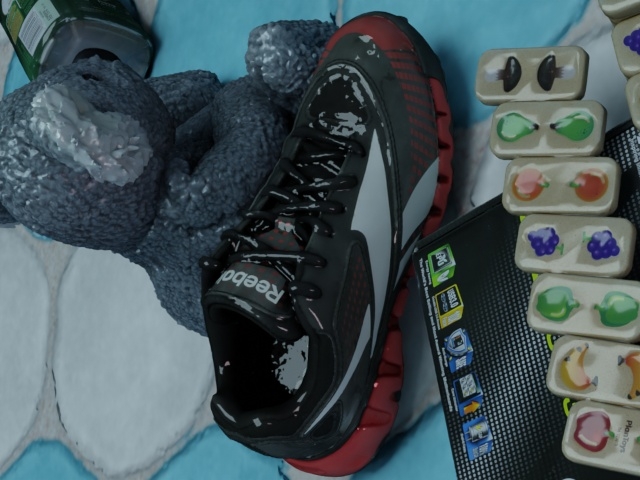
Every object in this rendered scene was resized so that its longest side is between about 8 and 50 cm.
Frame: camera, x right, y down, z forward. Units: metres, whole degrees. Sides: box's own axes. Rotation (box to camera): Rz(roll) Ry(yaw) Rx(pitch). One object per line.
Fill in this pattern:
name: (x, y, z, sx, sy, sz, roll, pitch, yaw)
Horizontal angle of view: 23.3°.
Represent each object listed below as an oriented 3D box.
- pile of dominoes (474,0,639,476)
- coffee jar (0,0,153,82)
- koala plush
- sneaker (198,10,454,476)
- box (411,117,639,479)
pile of dominoes: (0.173, -0.018, 0.705, 0.196, 0.040, 0.251, -20, 65, 22)
coffee jar: (-0.209, -0.182, 1.213, 0.079, 0.096, 0.184, -58, 43, 21)
koala plush: (-0.113, -0.042, 0.968, 0.196, 0.221, 0.203, -14, 72, 48)
sneaker: (0.000, 0.000, 0.881, 0.097, 0.135, 0.276, 13, 92, 35)
box: (0.137, 0.054, 0.784, 0.184, 0.045, 0.190, -32, 59, 43)
